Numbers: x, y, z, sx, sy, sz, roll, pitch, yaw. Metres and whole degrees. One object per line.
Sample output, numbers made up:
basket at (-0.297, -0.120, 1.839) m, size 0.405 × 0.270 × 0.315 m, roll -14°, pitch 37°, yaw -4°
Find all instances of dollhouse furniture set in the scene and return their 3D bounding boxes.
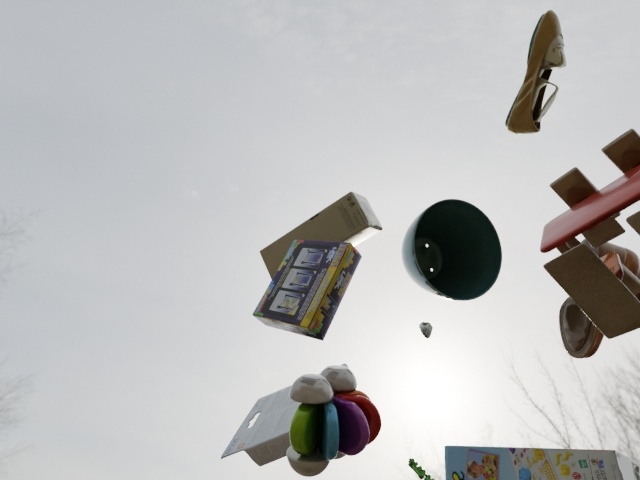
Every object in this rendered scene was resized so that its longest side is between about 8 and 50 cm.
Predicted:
dollhouse furniture set at (0.341, -0.069, 0.411) m, size 0.135 × 0.262 × 0.259 m, roll 47°, pitch -52°, yaw 1°

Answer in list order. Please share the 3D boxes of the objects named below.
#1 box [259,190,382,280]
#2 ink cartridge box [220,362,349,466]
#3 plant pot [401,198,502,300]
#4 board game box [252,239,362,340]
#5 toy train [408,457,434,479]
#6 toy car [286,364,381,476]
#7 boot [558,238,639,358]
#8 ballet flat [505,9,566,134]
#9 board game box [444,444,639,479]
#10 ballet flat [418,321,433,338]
box at (0.000, 0.000, 0.967) m, size 0.275 × 0.113 × 0.094 m, roll -31°, pitch -106°, yaw 19°
ink cartridge box at (-0.075, 0.500, 1.174) m, size 0.330 × 0.324 × 0.071 m, roll -27°, pitch -89°, yaw 12°
plant pot at (0.360, 0.042, 1.231) m, size 0.290 × 0.290 × 0.195 m, roll 29°, pitch -18°, yaw -10°
board game box at (-0.023, 0.080, 0.724) m, size 0.141 × 0.170 × 0.048 m, roll 5°, pitch -34°, yaw 41°
toy train at (0.257, 0.595, 1.045) m, size 0.083 × 0.024 × 0.017 m, roll 42°, pitch -47°, yaw 12°
toy car at (0.030, 0.310, 0.697) m, size 0.136 × 0.182 × 0.159 m, roll 2°, pitch -93°, yaw 35°
boot at (0.452, 0.103, 0.608) m, size 0.152 × 0.197 × 0.073 m, roll 25°, pitch -15°, yaw -7°
ballet flat at (0.440, -0.324, 0.803) m, size 0.073 × 0.080 × 0.232 m, roll 30°, pitch -63°, yaw 44°
board game box at (0.366, 0.430, 0.675) m, size 0.142 × 0.144 × 0.275 m, roll 32°, pitch -38°, yaw -34°
ballet flat at (0.332, 0.275, 1.280) m, size 0.041 × 0.114 × 0.041 m, roll 0°, pitch -90°, yaw 7°
